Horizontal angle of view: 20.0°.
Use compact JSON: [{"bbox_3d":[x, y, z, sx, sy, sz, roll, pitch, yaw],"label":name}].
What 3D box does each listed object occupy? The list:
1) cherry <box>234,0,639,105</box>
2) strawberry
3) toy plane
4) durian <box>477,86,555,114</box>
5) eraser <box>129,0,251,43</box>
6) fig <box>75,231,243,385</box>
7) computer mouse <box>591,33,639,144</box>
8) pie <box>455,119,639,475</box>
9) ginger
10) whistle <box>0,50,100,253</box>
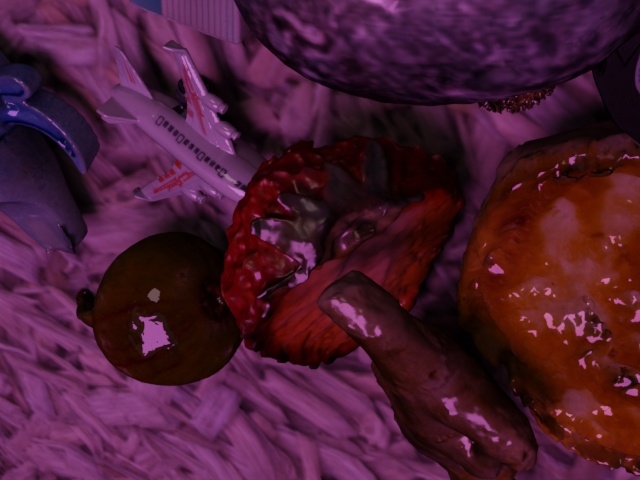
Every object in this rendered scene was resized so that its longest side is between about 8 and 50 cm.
[{"bbox_3d":[0.062,-0.200,1.008,0.296,0.218,0.255,13,100,31],"label":"cherry"},{"bbox_3d":[0.000,0.000,1.305,0.111,0.190,0.236,52,166,20],"label":"strawberry"},{"bbox_3d":[-0.092,-0.075,1.359,0.171,0.065,0.162,28,138,10],"label":"toy plane"},{"bbox_3d":[0.123,-0.116,1.153,0.091,0.080,0.080,31,144,41],"label":"durian"},{"bbox_3d":[-0.083,-0.243,1.210,0.095,0.052,0.225,23,137,20],"label":"eraser"},{"bbox_3d":[-0.157,0.055,1.503,0.236,0.124,0.124,0,127,52],"label":"fig"},{"bbox_3d":[0.238,-0.090,1.040,0.233,0.096,0.137,68,154,24],"label":"computer mouse"},{"bbox_3d":[0.238,0.042,1.210,0.315,0.092,0.315,17,137,17],"label":"pie"},{"bbox_3d":[0.096,0.117,1.320,0.166,0.080,0.333,35,167,19],"label":"ginger"},{"bbox_3d":[-0.275,-0.099,1.465,0.180,0.093,0.269,-7,128,40],"label":"whistle"}]
